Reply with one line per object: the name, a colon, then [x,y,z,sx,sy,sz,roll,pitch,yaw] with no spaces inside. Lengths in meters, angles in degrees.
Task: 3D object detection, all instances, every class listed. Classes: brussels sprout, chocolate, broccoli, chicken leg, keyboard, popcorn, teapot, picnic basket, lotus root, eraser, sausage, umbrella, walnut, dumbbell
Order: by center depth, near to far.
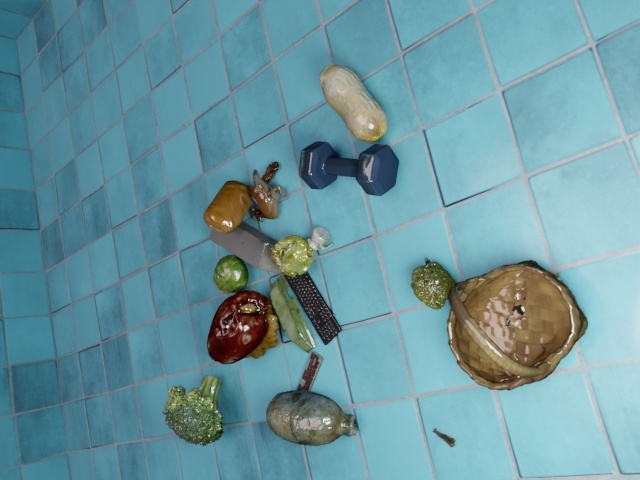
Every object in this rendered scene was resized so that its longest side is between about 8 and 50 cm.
picnic basket: [0.434,0.209,1.384,0.337,0.337,0.293,-51,59,28]
broccoli: [0.315,0.125,1.623,0.131,0.130,0.120,29,155,9]
umbrella: [0.355,0.562,1.639,0.083,0.020,0.032,22,143,38]
dumbbell: [0.085,-0.227,1.798,0.316,0.143,0.157,11,96,40]
chocolate: [0.104,-0.434,1.801,0.134,0.134,0.309,-49,63,28]
lotus root: [-0.042,0.576,1.879,0.349,0.175,0.175,-4,87,36]
teapot: [0.000,0.000,1.928,0.083,0.064,0.064,37,125,1]
popcorn: [-0.091,0.050,1.955,0.141,0.135,0.162,51,151,6]
keyboard: [-0.029,0.204,1.970,0.101,0.018,0.310,-47,61,30]
keyboard: [-0.037,0.461,1.974,0.055,0.017,0.166,33,110,35]
walnut: [-0.273,0.325,2.073,0.269,0.243,0.222,-57,18,35]
chicken leg: [-0.199,-0.237,2.112,0.145,0.037,0.062,-48,39,28]
sausage: [-0.334,-0.129,2.119,0.120,0.136,0.241,-54,12,50]
eraser: [-0.270,0.008,2.144,0.352,0.077,0.112,28,109,37]
brussels sprout: [-0.342,0.128,2.175,0.155,0.117,0.155,-3,84,31]
broccoli: [-0.478,0.655,2.204,0.288,0.235,0.260,-9,82,44]

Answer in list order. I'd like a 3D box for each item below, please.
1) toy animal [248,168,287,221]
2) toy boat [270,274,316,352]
toy animal: [-0.214,-0.158,2.083,0.179,0.089,0.188,-27,94,42]
toy boat: [-0.105,0.257,2.010,0.093,0.055,0.293,-44,63,34]
